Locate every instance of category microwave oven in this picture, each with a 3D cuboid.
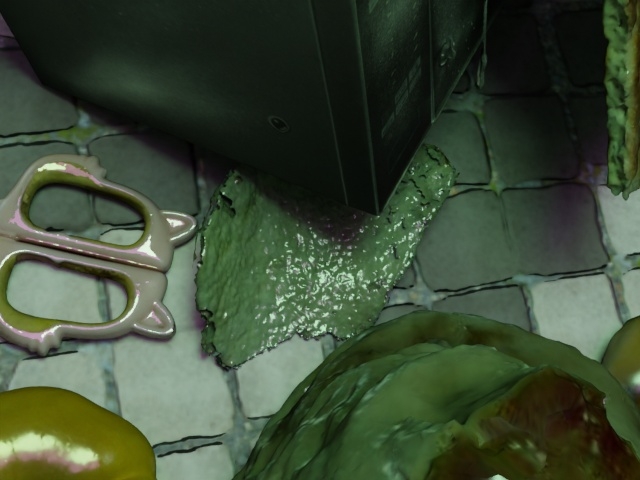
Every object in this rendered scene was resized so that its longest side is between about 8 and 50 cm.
[{"bbox_3d":[-0.010,-0.296,0.719,0.374,0.236,0.432,21,66,20],"label":"microwave oven"}]

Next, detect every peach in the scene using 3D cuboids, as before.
[{"bbox_3d":[-0.182,0.182,0.633,0.179,0.103,0.179,5,69,-13],"label":"peach"}]

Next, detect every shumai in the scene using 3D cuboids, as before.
[{"bbox_3d":[0.100,0.202,0.569,0.324,0.323,0.397,32,69,2],"label":"shumai"}]

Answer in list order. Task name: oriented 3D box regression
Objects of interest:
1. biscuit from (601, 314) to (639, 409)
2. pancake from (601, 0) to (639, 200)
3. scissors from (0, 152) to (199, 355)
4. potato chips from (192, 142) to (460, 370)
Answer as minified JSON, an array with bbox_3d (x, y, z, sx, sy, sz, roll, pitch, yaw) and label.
[{"bbox_3d":[0.382,0.117,0.795,0.290,0.062,0.237,38,68,2],"label":"biscuit"},{"bbox_3d":[0.245,-0.218,0.742,0.067,0.305,0.427,4,22,28],"label":"pancake"},{"bbox_3d":[-0.253,-0.007,0.725,0.317,0.024,0.160,13,69,-7],"label":"scissors"},{"bbox_3d":[0.003,-0.003,0.762,0.228,0.059,0.167,-13,80,-21],"label":"potato chips"}]
